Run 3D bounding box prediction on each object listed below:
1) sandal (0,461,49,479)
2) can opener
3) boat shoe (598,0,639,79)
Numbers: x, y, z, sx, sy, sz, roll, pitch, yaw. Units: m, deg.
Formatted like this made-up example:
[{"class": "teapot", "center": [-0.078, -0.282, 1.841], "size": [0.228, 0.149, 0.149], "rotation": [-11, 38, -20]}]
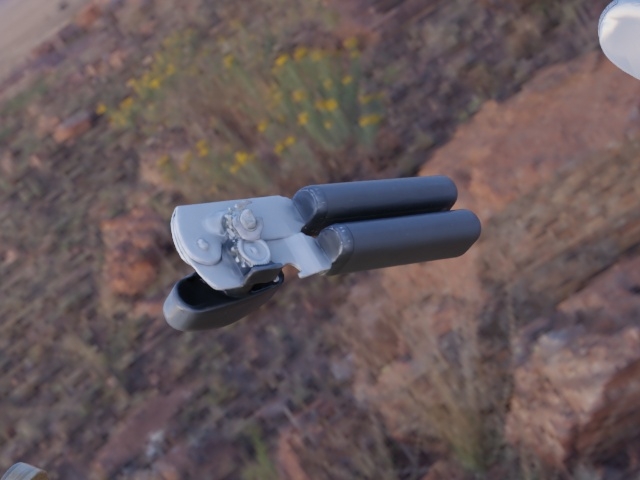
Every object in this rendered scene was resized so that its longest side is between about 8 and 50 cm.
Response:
[{"class": "sandal", "center": [-0.235, 0.302, 1.240], "size": [0.079, 0.240, 0.088], "rotation": [18, 35, 18]}, {"class": "can opener", "center": [0.000, 0.000, 1.078], "size": [0.280, 0.074, 0.093], "rotation": [-11, -31, -38]}, {"class": "boat shoe", "center": [0.200, -0.077, 0.696], "size": [0.049, 0.142, 0.040], "rotation": [-57, -6, 35]}]
